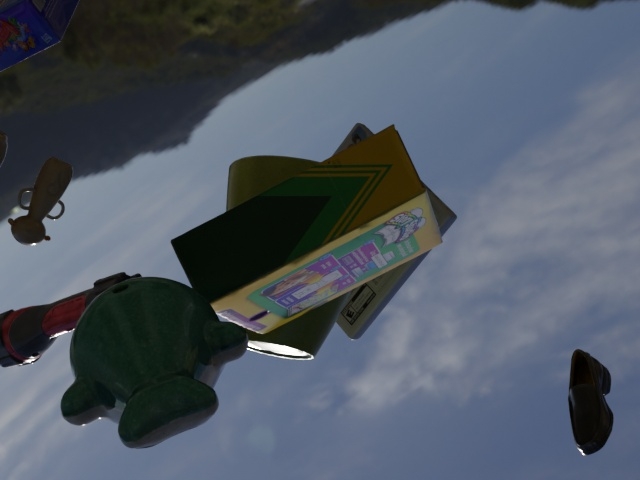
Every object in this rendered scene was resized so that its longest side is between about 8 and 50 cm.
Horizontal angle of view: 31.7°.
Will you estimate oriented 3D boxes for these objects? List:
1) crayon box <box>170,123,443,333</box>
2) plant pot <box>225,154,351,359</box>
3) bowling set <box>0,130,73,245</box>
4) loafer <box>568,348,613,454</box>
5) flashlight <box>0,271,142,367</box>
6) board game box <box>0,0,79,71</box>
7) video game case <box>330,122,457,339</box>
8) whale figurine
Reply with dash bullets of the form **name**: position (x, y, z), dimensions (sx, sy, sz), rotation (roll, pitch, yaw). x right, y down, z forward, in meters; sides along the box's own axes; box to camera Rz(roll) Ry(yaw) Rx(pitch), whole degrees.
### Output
- **crayon box**: position (0.000, 0.000, 1.542), dimensions (0.313, 0.106, 0.363), rotation (-28, 167, 3)
- **plant pot**: position (-0.051, 0.042, 1.897), dimensions (0.274, 0.274, 0.294), rotation (-12, -117, 57)
- **bowling set**: position (-0.500, -0.094, 1.527), dimensions (0.200, 0.287, 0.154), rotation (25, -91, 52)
- **loafer**: position (0.365, 0.223, 1.561), dimensions (0.062, 0.061, 0.170), rotation (-30, -155, 27)
- **flashlight**: position (-0.432, 0.136, 1.892), dimensions (0.304, 0.103, 0.103), rotation (-18, 165, 34)
- **board game box**: position (-0.473, -0.383, 1.740), dimensions (0.233, 0.078, 0.347), rotation (-20, -143, 22)
- **video game case**: position (0.075, -0.020, 2.266), dimensions (0.329, 0.300, 0.036), rotation (-53, 150, 18)
- **whale figurine**: position (-0.185, 0.125, 1.209), dimensions (0.216, 0.141, 0.272), rotation (-22, -163, -7)
